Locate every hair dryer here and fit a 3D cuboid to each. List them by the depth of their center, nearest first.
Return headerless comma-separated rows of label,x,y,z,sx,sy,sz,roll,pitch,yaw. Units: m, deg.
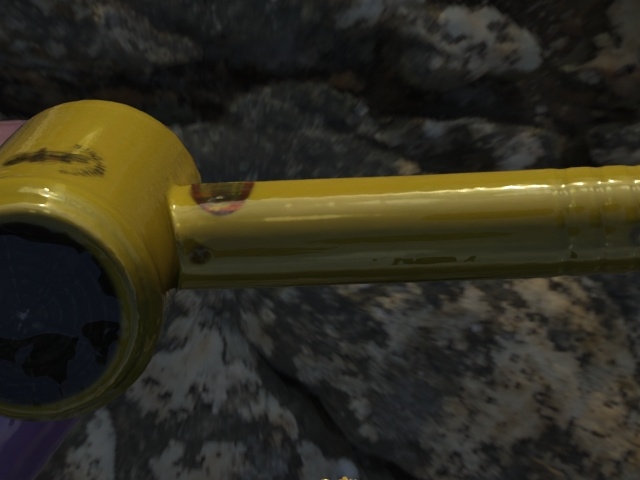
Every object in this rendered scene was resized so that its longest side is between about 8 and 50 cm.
hair dryer,0.000,0.000,0.565,0.279,0.135,0.090,-3,106,3

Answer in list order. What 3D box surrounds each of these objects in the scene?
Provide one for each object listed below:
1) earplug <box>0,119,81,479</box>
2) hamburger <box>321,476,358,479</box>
earplug,-0.273,0.121,0.905,0.215,0.215,0.456,40,84,-2
hamburger,0.055,0.231,0.915,0.116,0.173,0.210,-44,125,-11
